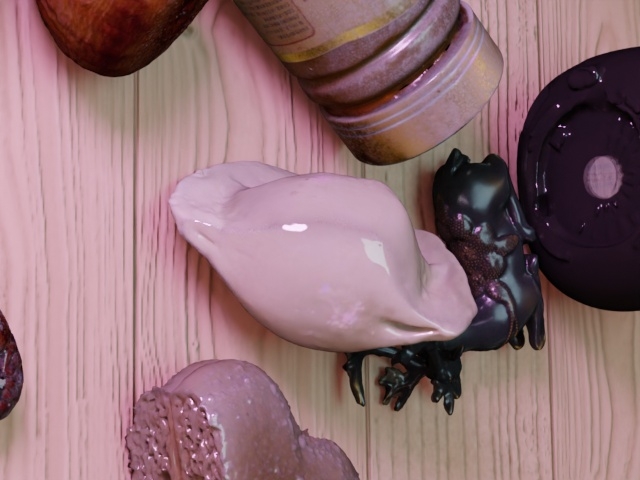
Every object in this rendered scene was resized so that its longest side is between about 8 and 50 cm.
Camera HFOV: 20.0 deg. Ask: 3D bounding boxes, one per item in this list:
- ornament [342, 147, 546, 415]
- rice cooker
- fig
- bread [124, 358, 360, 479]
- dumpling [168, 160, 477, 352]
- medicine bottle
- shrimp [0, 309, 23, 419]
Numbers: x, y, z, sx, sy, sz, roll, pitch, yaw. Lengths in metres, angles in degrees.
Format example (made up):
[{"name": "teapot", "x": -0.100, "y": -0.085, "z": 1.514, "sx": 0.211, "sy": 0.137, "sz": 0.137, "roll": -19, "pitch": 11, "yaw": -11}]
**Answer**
[{"name": "ornament", "x": 0.099, "y": 0.043, "z": 1.549, "sx": 0.236, "sy": 0.080, "sz": 0.202, "roll": -31, "pitch": 108, "yaw": -43}, {"name": "rice cooker", "x": 0.313, "y": -0.059, "z": 1.669, "sx": 0.224, "sy": 0.267, "sz": 0.267, "roll": 2, "pitch": 82, "yaw": -42}, {"name": "fig", "x": -0.173, "y": -0.220, "z": 1.312, "sx": 0.201, "sy": 0.134, "sz": 0.146, "roll": 44, "pitch": 22, "yaw": -6}, {"name": "bread", "x": -0.037, "y": 0.252, "z": 1.360, "sx": 0.183, "sy": 0.102, "sz": 0.337, "roll": -8, "pitch": 91, "yaw": -44}, {"name": "dumpling", "x": 0.000, "y": 0.000, "z": 1.426, "sx": 0.252, "sy": 0.131, "sz": 0.179, "roll": 16, "pitch": 32, "yaw": -9}, {"name": "medicine bottle", "x": 0.000, "y": -0.224, "z": 1.444, "sx": 0.322, "sy": 0.151, "sz": 0.151, "roll": 51, "pitch": 52, "yaw": -27}, {"name": "shrimp", "x": -0.251, "y": 0.050, "z": 1.214, "sx": 0.065, "sy": 0.056, "sz": 0.165, "roll": -48, "pitch": 114, "yaw": -32}]
